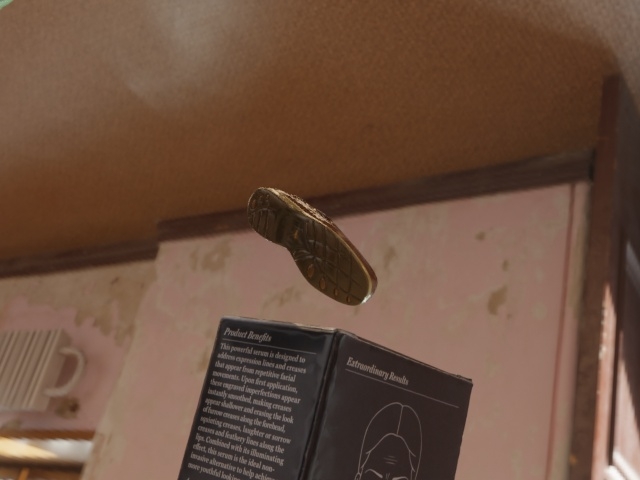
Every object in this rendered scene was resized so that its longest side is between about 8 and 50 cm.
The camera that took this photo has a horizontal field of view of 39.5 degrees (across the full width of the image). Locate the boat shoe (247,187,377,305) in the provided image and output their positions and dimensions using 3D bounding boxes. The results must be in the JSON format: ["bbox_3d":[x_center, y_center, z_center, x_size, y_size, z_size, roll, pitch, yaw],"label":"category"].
[{"bbox_3d":[0.000,0.000,0.938,0.178,0.060,0.064,41,120,29],"label":"boat shoe"}]

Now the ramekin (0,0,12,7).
[{"bbox_3d":[-0.537,-0.390,1.153,0.303,0.303,0.148,32,135,-29],"label":"ramekin"}]

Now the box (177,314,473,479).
[{"bbox_3d":[-0.006,0.322,1.111,0.212,0.395,0.294,3,163,44],"label":"box"}]
